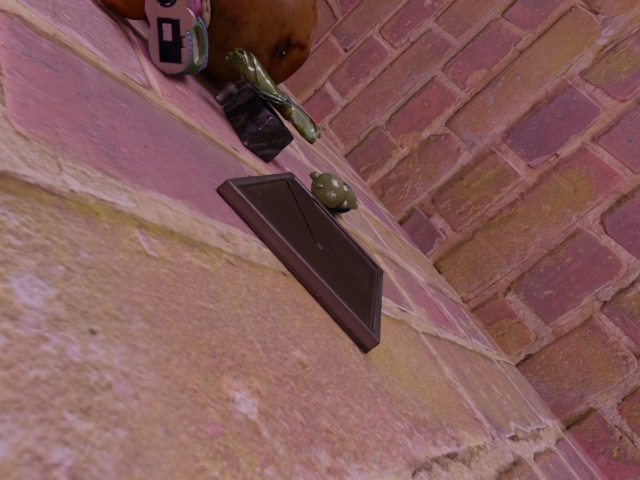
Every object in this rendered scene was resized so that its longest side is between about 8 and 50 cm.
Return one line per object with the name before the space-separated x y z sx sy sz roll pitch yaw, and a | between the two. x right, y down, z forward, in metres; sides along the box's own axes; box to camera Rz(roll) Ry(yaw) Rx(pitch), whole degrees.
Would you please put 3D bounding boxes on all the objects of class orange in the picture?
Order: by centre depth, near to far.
orange | -0.379 -0.498 0.888 0.136 0.117 0.135 30 33 -23

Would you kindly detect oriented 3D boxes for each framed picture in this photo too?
framed picture | 0.000 0.000 0.858 0.326 0.028 0.446 48 13 -1

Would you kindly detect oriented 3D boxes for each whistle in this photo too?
whistle | 0.042 -0.120 1.215 0.105 0.085 0.227 54 16 24

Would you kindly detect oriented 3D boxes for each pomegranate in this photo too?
pomegranate | -0.210 -0.592 1.162 0.410 0.410 0.410 45 13 -14

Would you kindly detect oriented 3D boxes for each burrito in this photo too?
burrito | -0.094 -0.313 1.024 0.288 0.054 0.104 42 15 -31

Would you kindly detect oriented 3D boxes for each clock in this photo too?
clock | -0.274 -0.435 0.913 0.100 0.193 0.195 7 27 0

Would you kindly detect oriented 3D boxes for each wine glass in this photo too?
wine glass | -0.215 -0.360 1.084 0.039 0.083 0.042 42 12 -44

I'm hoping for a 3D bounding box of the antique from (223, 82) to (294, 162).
antique | -0.148 -0.277 1.050 0.086 0.088 0.183 34 19 -50
